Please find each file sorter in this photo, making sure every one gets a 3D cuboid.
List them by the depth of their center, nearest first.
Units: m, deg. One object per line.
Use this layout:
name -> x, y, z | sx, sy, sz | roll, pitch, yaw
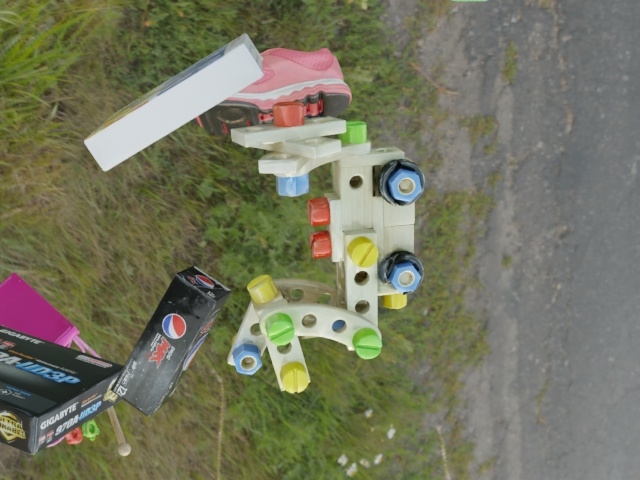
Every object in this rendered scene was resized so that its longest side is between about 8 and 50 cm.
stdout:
file sorter -> -0.569, 0.236, 1.399 | 0.202, 0.290, 0.182 | -47, 134, -19

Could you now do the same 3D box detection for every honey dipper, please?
honey dipper -> -0.310, 0.256, 1.059 | 0.030, 0.161, 0.030 | -19, 135, -20

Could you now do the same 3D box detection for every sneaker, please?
sneaker -> -0.107, -0.280, 1.299 | 0.314, 0.136, 0.116 | -7, 158, -6

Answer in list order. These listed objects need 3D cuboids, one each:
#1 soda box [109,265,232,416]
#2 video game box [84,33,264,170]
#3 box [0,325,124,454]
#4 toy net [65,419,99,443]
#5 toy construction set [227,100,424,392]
soda box -> -0.171, 0.116, 0.820 | 0.169, 0.060, 0.053 | -58, 173, 15
video game box -> -0.163, -0.170, 0.840 | 0.205, 0.187, 0.048 | -30, 107, 5
box -> -0.386, 0.179, 0.900 | 0.175, 0.220, 0.051 | -24, 126, -67
toy net -> -0.463, 0.286, 1.198 | 0.232, 0.045, 0.122 | 32, 42, -66
toy construction set -> 0.000, 0.000, 0.747 | 0.215, 0.151, 0.328 | -6, 124, -9
